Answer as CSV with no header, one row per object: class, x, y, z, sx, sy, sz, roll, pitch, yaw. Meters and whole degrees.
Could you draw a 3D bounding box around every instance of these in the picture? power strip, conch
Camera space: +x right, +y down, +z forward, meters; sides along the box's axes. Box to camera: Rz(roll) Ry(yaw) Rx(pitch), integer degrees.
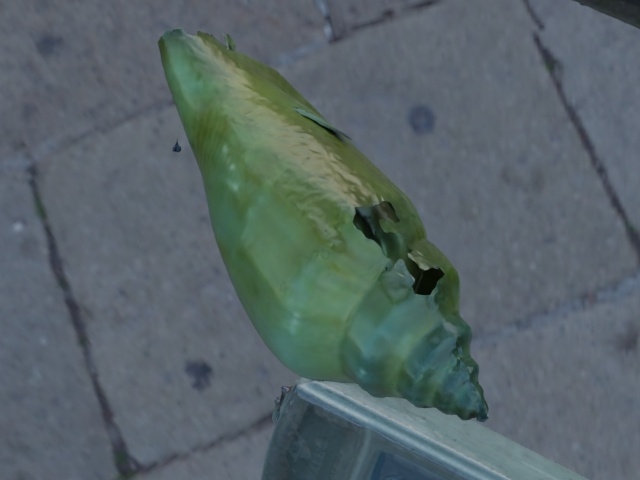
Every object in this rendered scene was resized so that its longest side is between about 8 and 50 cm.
power strip,0.091,0.145,0.996,0.272,0.078,0.052,27,30,12
conch,0.003,-0.001,0.778,0.079,0.095,0.201,-37,59,21

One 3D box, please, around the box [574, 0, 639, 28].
box,0.117,-0.142,0.554,0.325,0.180,0.047,18,44,-28
